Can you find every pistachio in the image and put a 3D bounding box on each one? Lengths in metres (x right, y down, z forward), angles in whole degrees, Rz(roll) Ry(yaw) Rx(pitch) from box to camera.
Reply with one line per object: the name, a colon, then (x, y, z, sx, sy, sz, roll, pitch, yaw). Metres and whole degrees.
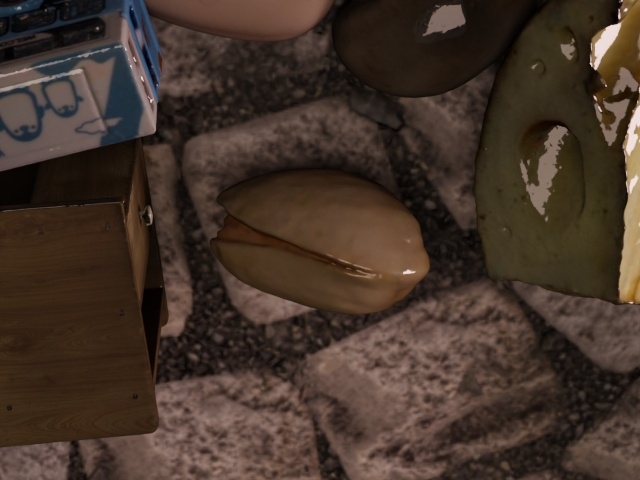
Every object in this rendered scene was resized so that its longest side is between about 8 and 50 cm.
pistachio: (0.000, 0.000, 1.305, 0.185, 0.124, 0.124, 7, 110, 0)

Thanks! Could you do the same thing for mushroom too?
mushroom: (0.099, -0.190, 1.251, 0.188, 0.117, 0.141, -44, 116, 9)

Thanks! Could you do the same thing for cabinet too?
cabinet: (-0.204, 0.026, 1.267, 0.148, 0.175, 0.215, -5, 118, 0)

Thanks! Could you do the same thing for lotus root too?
lotus root: (0.233, -0.087, 1.276, 0.210, 0.142, 0.314, -13, 118, -43)

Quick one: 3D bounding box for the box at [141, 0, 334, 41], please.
box: (-0.078, -0.235, 1.236, 0.200, 0.088, 0.146, 13, 110, -6)

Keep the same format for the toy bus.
toy bus: (-0.273, -0.116, 1.195, 0.297, 0.131, 0.106, -14, 130, 3)
